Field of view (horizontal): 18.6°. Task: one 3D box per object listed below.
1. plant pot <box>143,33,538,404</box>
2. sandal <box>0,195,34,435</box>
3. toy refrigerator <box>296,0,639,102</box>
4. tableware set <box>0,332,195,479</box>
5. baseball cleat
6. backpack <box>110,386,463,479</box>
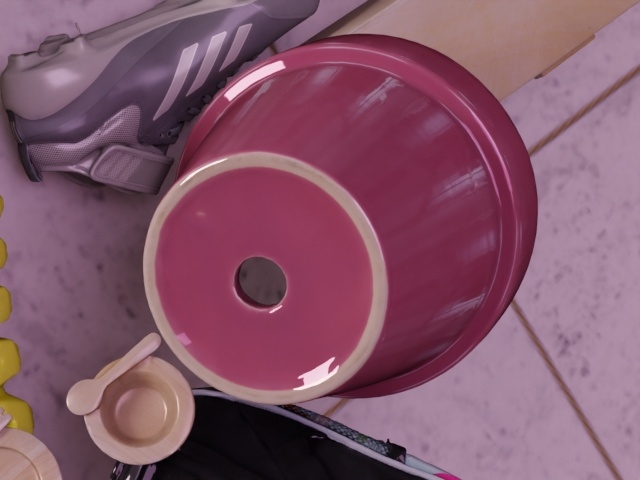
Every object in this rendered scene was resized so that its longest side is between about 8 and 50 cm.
[{"bbox_3d":[0.000,0.000,1.029,0.201,0.201,0.180,68,21,-6],"label":"plant pot"},{"bbox_3d":[-0.234,0.023,1.011,0.138,0.126,0.317,-8,88,-23],"label":"sandal"},{"bbox_3d":[0.104,-0.137,1.207,0.269,0.102,0.094,-35,101,-26],"label":"toy refrigerator"},{"bbox_3d":[-0.103,0.138,0.965,0.141,0.020,0.169,-33,79,-9],"label":"tableware set"},{"bbox_3d":[-0.086,-0.089,1.134,0.206,0.072,0.109,-20,108,-23],"label":"baseball cleat"},{"bbox_3d":[0.001,0.218,1.047,0.253,0.191,0.225,18,74,7],"label":"backpack"}]
